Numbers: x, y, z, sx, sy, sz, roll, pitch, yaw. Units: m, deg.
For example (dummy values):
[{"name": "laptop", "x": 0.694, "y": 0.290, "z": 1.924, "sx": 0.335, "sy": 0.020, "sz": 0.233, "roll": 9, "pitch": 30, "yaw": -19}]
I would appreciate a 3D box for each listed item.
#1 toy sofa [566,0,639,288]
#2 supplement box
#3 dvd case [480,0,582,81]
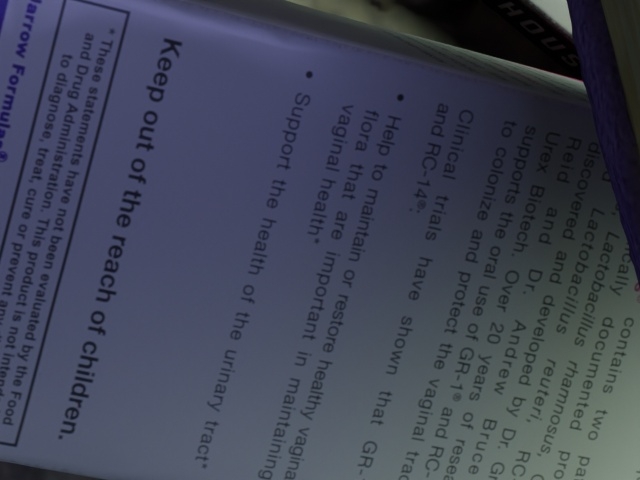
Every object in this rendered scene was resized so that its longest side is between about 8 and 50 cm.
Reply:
[{"name": "toy sofa", "x": 0.117, "y": -0.086, "z": 0.436, "sx": 0.150, "sy": 0.177, "sz": 0.362, "roll": -7, "pitch": 60, "yaw": -3}, {"name": "supplement box", "x": 0.000, "y": 0.000, "z": 0.492, "sx": 0.220, "sy": 0.111, "sz": 0.114, "roll": 12, "pitch": 99, "yaw": -19}, {"name": "dvd case", "x": 0.155, "y": -0.135, "z": 0.608, "sx": 0.179, "sy": 0.029, "sz": 0.238, "roll": 37, "pitch": 77, "yaw": -16}]
